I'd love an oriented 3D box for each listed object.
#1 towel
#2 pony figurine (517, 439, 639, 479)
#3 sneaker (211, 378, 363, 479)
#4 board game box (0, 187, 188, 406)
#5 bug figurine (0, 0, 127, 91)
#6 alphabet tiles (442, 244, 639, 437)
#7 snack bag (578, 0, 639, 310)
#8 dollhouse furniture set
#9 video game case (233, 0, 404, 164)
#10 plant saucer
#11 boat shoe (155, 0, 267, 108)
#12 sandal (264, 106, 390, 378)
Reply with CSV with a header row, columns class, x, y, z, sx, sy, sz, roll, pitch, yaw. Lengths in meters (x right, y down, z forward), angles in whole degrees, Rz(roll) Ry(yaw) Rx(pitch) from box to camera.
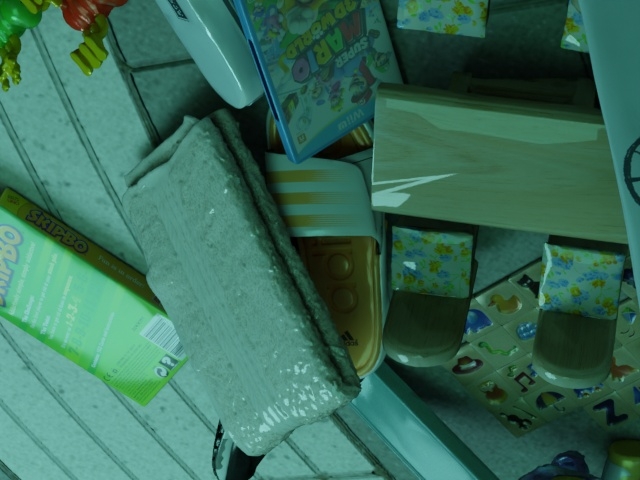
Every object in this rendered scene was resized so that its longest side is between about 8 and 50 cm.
class,x,y,z,sx,sy,sz,roll,pitch,yaw
towel,-0.076,0.038,1.581,0.187,0.049,0.282,-37,78,54
pony figurine,0.267,0.378,1.749,0.351,0.303,0.363,4,113,2
sneaker,-0.023,0.137,1.721,0.124,0.107,0.283,15,130,-3
board game box,-0.243,0.051,1.756,0.259,0.039,0.124,32,128,-14
bug figurine,-0.266,-0.248,1.467,0.279,0.072,0.216,50,143,-9
alphabet tiles,0.234,0.098,1.677,0.237,0.009,0.198,-32,114,33
snack bag,0.349,-0.098,1.224,0.323,0.037,0.342,-11,86,13
dollhouse furniture set,0.229,-0.029,1.411,0.394,0.256,0.362,8,127,9
video game case,0.002,-0.158,1.480,0.015,0.119,0.166,34,150,48
plant saucer,0.097,0.194,1.727,0.192,0.018,0.067,45,131,15
boat shoe,-0.094,-0.247,1.440,0.108,0.102,0.301,27,152,55
sandal,0.010,0.000,1.568,0.102,0.076,0.265,-7,101,16
